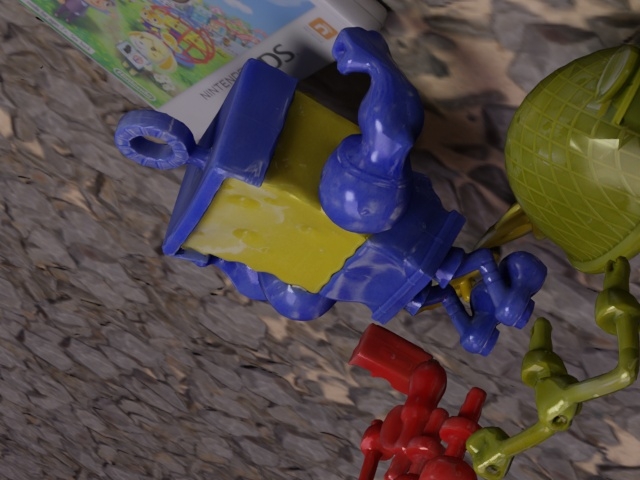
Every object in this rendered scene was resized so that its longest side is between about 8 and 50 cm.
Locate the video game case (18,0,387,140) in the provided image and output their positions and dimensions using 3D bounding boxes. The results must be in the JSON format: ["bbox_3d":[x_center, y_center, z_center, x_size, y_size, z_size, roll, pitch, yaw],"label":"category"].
[{"bbox_3d":[-0.097,-0.142,0.857,0.212,0.023,0.193,39,152,-17],"label":"video game case"}]

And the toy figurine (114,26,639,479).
[{"bbox_3d":[0.000,0.000,0.804,0.217,0.191,0.362,28,154,-6],"label":"toy figurine"}]
